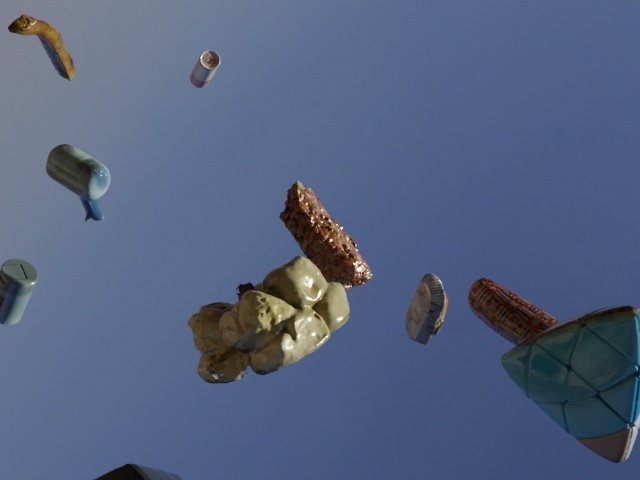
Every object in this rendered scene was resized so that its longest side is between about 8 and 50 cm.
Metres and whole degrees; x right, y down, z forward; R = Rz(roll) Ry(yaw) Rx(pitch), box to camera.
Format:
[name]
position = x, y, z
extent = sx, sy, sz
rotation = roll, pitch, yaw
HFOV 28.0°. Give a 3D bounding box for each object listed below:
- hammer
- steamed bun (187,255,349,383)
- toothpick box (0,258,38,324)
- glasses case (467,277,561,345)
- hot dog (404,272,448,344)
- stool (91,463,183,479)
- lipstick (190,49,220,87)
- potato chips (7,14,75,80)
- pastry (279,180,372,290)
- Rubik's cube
[hammer]
position = -0.412, -0.086, 2.254
extent = 0.069, 0.116, 0.194
rotation = -52, 159, -23
[steamed bun]
position = -0.062, 0.089, 1.586
extent = 0.192, 0.106, 0.177
rotation = -29, -171, -37
[toothpick box]
position = -0.423, 0.071, 1.764
extent = 0.052, 0.052, 0.083
rotation = -77, -167, -52
[glasses case]
position = 0.323, 0.135, 2.106
extent = 0.049, 0.194, 0.073
rotation = -31, 144, -46
[hot dog]
position = 0.215, 0.142, 2.609
extent = 0.192, 0.053, 0.099
rotation = 103, -25, -50
[stool]
position = -0.250, 0.427, 1.766
extent = 0.232, 0.141, 0.232
rotation = -7, -107, 25
[lipstick]
position = -0.208, -0.308, 2.313
extent = 0.038, 0.038, 0.131
rotation = -57, -173, -13
[potato chips]
position = -0.321, -0.229, 1.515
extent = 0.037, 0.026, 0.204
rotation = -60, 173, -5
[pastry]
position = -0.001, 0.000, 1.750
extent = 0.063, 0.169, 0.087
rotation = -40, 167, 13
[Rubik's cube]
position = 0.393, 0.223, 1.948
extent = 0.254, 0.254, 0.254
rotation = -46, -161, 21
